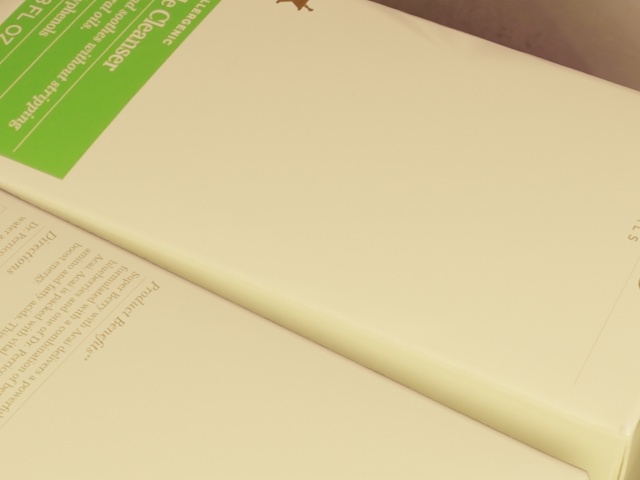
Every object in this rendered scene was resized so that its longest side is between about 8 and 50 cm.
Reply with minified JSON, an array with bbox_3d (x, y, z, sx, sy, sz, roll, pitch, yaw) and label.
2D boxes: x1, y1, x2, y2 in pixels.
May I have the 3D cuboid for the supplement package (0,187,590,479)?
[{"bbox_3d":[-0.069,0.138,0.629,0.293,0.175,0.177,25,51,21],"label":"supplement package"}]

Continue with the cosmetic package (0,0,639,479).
[{"bbox_3d":[0.000,0.000,0.749,0.366,0.155,0.197,20,50,18],"label":"cosmetic package"}]
